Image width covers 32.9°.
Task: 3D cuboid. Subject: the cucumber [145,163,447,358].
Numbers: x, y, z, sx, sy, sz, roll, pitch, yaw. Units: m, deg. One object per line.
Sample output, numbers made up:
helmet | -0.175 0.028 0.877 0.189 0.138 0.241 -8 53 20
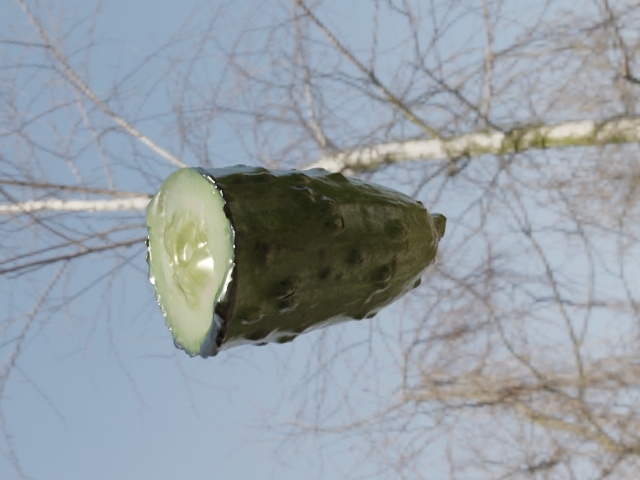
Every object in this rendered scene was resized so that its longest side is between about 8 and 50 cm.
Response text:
cucumber | 0.001 0.003 0.786 0.244 0.134 0.134 -8 -85 -35
